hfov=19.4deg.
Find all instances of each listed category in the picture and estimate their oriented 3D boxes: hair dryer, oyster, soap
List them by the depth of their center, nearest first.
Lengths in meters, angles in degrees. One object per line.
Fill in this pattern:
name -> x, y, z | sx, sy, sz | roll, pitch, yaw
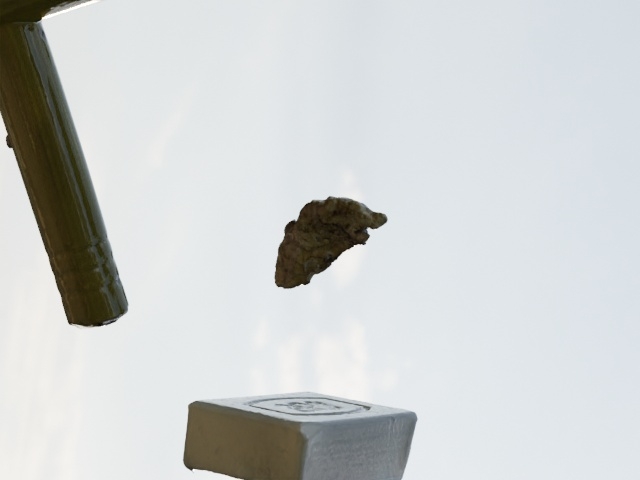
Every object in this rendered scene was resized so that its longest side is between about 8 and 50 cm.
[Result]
hair dryer -> -0.164, -0.083, 1.151 | 0.090, 0.135, 0.279 | -37, 111, -74
oyster -> 0.000, 0.000, 1.415 | 0.080, 0.038, 0.083 | 14, -117, 40
soap -> -0.014, 0.167, 1.547 | 0.121, 0.183, 0.064 | 9, -87, 32
